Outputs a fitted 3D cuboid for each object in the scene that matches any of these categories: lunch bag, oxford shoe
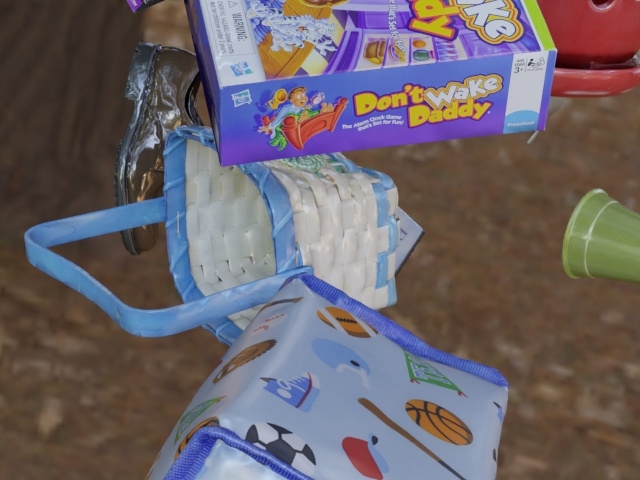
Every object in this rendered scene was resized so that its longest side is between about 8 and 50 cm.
[{"bbox_3d":[-0.056,0.257,1.274,0.239,0.385,0.328,28,21,2],"label":"lunch bag"},{"bbox_3d":[-0.164,-0.092,1.937,0.096,0.227,0.083,10,4,7],"label":"oxford shoe"}]

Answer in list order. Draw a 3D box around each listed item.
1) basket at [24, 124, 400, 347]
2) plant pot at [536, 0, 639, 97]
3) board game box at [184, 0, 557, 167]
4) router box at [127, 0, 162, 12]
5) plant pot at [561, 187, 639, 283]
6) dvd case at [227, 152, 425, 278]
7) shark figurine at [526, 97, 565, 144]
[{"bbox_3d":[-0.094,0.003,1.651,0.289,0.201,0.254,-20,28,-28],"label":"basket"},{"bbox_3d":[0.201,-0.214,1.531,0.191,0.174,0.191,4,14,-1],"label":"plant pot"},{"bbox_3d":[0.013,-0.212,1.356,0.233,0.078,0.347,-7,47,-9],"label":"board game box"},{"bbox_3d":[-0.134,-0.313,1.892,0.133,0.046,0.179,-21,29,15],"label":"router box"},{"bbox_3d":[0.265,0.005,1.593,0.079,0.083,0.083,20,20,33],"label":"plant pot"},{"bbox_3d":[0.000,0.000,2.078,0.022,0.180,0.253,26,-11,47],"label":"dvd case"},{"bbox_3d":[0.203,-0.161,1.825,0.166,0.116,0.278,9,-20,21],"label":"shark figurine"}]
